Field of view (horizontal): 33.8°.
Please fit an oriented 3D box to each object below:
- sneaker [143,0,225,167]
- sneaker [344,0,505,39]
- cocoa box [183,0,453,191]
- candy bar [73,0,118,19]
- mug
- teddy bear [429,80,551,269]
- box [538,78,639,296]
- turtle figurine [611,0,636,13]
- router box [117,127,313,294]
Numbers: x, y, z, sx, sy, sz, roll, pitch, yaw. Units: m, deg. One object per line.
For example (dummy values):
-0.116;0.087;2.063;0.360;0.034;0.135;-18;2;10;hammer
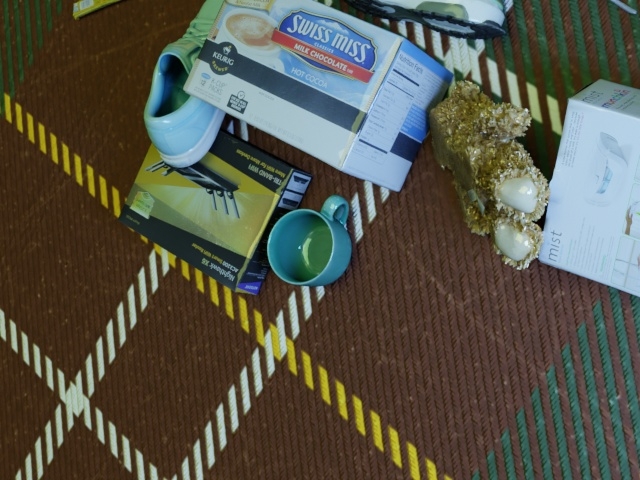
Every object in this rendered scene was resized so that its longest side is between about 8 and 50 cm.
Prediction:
-0.216;-0.318;1.875;0.135;0.150;0.366;4;64;17;sneaker
0.142;-0.466;1.759;0.410;0.158;0.182;21;91;21;sneaker
-0.001;-0.266;1.755;0.347;0.231;0.228;29;97;27;cocoa box
-0.443;-0.489;2.140;0.161;0.018;0.040;-15;74;27;candy bar
-0.001;0.010;1.801;0.157;0.097;0.129;-25;73;23;mug
0.272;-0.107;1.607;0.113;0.338;0.245;-14;112;-7;teddy bear
0.452;-0.065;1.491;0.231;0.127;0.262;21;123;30;box
0.422;-0.501;1.631;0.266;0.274;0.198;57;134;42;turtle figurine
-0.197;-0.077;1.925;0.309;0.081;0.243;28;97;28;router box
